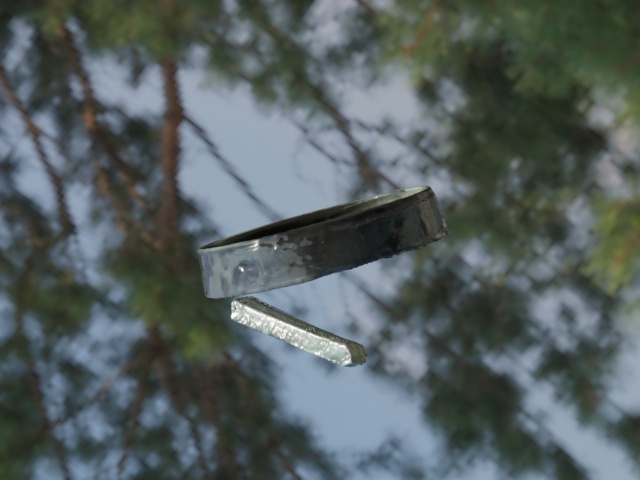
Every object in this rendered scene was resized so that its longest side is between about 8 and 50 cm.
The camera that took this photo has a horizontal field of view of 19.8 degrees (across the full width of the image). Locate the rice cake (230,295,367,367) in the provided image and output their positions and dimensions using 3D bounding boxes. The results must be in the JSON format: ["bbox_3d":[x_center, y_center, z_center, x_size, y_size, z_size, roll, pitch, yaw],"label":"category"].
[{"bbox_3d":[-0.028,0.120,2.414,0.211,0.034,0.043,21,-164,33],"label":"rice cake"}]

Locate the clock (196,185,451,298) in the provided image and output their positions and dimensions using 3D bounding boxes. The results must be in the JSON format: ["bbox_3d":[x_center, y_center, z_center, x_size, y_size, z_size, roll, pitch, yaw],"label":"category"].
[{"bbox_3d":[0.000,0.000,1.627,0.226,0.226,0.049,-44,-61,-79],"label":"clock"}]
